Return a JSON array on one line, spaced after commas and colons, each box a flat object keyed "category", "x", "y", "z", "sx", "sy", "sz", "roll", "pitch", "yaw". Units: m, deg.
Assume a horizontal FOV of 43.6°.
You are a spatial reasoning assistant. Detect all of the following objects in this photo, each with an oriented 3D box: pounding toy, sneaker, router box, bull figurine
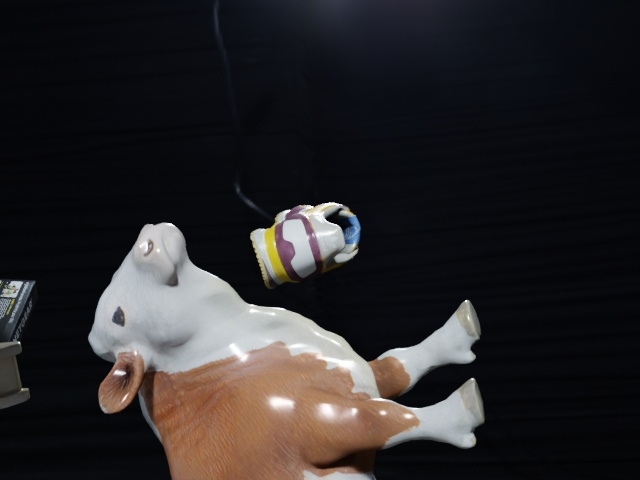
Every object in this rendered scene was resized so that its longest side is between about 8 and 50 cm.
[{"category": "pounding toy", "x": -0.507, "y": 0.216, "z": 1.078, "sx": 0.154, "sy": 0.269, "sz": 0.155, "roll": -23, "pitch": 107, "yaw": -65}, {"category": "sneaker", "x": 0.000, "y": 0.000, "z": 0.723, "sx": 0.185, "sy": 0.084, "sz": 0.069, "roll": -50, "pitch": 125, "yaw": -76}, {"category": "router box", "x": -0.575, "y": 0.135, "z": 1.368, "sx": 0.179, "sy": 0.133, "sz": 0.046, "roll": -92, "pitch": -174, "yaw": -54}, {"category": "bull figurine", "x": 0.000, "y": 0.129, "z": 0.402, "sx": 0.101, "sy": 0.188, "sz": 0.310, "roll": -20, "pitch": 95, "yaw": -73}]
